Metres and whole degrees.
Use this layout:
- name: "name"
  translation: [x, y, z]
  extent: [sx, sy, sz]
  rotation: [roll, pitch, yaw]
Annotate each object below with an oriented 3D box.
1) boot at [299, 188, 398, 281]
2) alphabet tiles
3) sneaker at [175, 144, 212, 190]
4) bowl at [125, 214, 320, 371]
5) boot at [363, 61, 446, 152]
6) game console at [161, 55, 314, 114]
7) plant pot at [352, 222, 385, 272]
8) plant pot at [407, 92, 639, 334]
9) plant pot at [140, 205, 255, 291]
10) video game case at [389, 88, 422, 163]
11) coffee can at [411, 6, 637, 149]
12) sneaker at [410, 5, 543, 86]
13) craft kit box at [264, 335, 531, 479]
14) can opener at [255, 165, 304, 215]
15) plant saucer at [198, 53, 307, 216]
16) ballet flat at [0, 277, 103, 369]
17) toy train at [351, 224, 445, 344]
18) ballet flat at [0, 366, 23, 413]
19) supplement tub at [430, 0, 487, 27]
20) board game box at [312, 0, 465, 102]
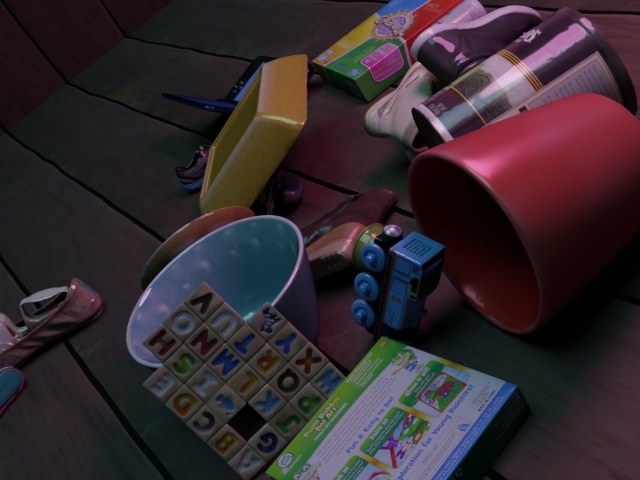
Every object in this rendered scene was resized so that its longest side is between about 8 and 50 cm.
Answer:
- name: "boot"
  translation: [0.000, 0.000, 1.524]
  extent: [0.248, 0.090, 0.207]
  rotation: [-12, 25, 34]
- name: "alphabet tiles"
  translation: [-0.113, 0.177, 1.189]
  extent: [0.198, 0.237, 0.009]
  rotation: [-45, 7, 3]
- name: "sneaker"
  translation: [-0.244, -0.189, 1.994]
  extent: [0.188, 0.078, 0.067]
  rotation: [-36, 22, -5]
- name: "bowl"
  translation: [-0.123, 0.124, 1.361]
  extent: [0.312, 0.163, 0.311]
  rotation: [-25, 31, 16]
- name: "boot"
  translation: [0.194, -0.242, 1.540]
  extent: [0.213, 0.077, 0.165]
  rotation: [-42, 33, -9]
- name: "game console"
  translation: [-0.200, -0.378, 2.116]
  extent: [0.250, 0.173, 0.293]
  rotation: [-54, 34, -7]
- name: "plant pot"
  translation: [0.106, 0.025, 1.376]
  extent: [0.083, 0.083, 0.079]
  rotation: [-45, 45, -18]
- name: "plant pot"
  translation: [0.288, -0.051, 1.145]
  extent: [0.243, 0.275, 0.275]
  rotation: [-31, 29, -15]
- name: "plant pot"
  translation: [-0.203, 0.032, 1.552]
  extent: [0.236, 0.236, 0.032]
  rotation: [-37, 68, -5]
- name: "video game case"
  translation: [0.259, -0.255, 1.628]
  extent: [0.244, 0.061, 0.269]
  rotation: [-26, 32, 12]
- name: "coffee can"
  translation: [0.309, -0.196, 1.360]
  extent: [0.275, 0.201, 0.201]
  rotation: [-34, 31, 1]
- name: "sneaker"
  translation: [0.304, -0.312, 1.527]
  extent: [0.296, 0.104, 0.147]
  rotation: [-20, 65, -33]
- name: "craft kit box"
  translation: [0.089, 0.250, 1.091]
  extent: [0.250, 0.061, 0.247]
  rotation: [-46, 35, -20]
- name: "can opener"
  translation: [-0.088, -0.138, 1.804]
  extent: [0.093, 0.074, 0.280]
  rotation: [2, 34, -7]
- name: "plant saucer"
  translation: [-0.144, -0.196, 1.761]
  extent: [0.333, 0.081, 0.332]
  rotation: [-53, 21, 28]
- name: "ballet flat"
  translation: [-0.594, 0.173, 1.795]
  extent: [0.316, 0.106, 0.107]
  rotation: [-33, 31, 2]
- name: "toy train"
  translation: [0.105, 0.067, 1.222]
  extent: [0.105, 0.184, 0.080]
  rotation: [29, 39, 29]
- name: "ballet flat"
  translation: [-0.652, 0.330, 1.677]
  extent: [0.079, 0.077, 0.221]
  rotation: [-28, 21, 47]
- name: "supplement tub"
  translation: [0.292, -0.453, 1.866]
  extent: [0.107, 0.071, 0.071]
  rotation: [-38, 31, -7]
- name: "board game box"
  translation: [0.162, -0.451, 1.991]
  extent: [0.316, 0.064, 0.242]
  rotation: [-38, 31, -7]
